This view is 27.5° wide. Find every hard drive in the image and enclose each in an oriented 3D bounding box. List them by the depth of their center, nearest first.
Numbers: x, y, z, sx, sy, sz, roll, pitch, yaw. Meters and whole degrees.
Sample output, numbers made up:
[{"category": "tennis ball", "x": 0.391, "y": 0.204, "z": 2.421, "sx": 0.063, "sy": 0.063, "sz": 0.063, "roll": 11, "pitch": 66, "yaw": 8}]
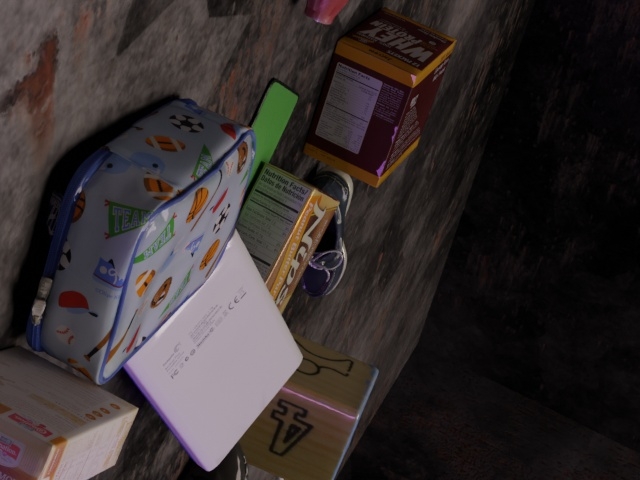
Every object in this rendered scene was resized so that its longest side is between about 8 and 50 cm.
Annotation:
[{"category": "hard drive", "x": -0.138, "y": 0.144, "z": 1.689, "sx": 0.210, "sy": 0.040, "sz": 0.319, "roll": -50, "pitch": 147, "yaw": -19}]

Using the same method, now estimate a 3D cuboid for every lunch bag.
[{"category": "lunch bag", "x": -0.181, "y": 0.001, "z": 1.325, "sx": 0.303, "sy": 0.115, "sz": 0.243, "roll": -46, "pitch": 160, "yaw": -59}]

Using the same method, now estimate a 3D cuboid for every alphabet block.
[{"category": "alphabet block", "x": -0.030, "y": 0.306, "z": 2.351, "sx": 0.192, "sy": 0.197, "sz": 0.193, "roll": -54, "pitch": 165, "yaw": -67}]

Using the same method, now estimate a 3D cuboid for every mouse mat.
[{"category": "mouse mat", "x": -0.084, "y": -0.120, "z": 1.740, "sx": 0.190, "sy": 0.007, "sz": 0.152, "roll": -64, "pitch": 168, "yaw": 3}]

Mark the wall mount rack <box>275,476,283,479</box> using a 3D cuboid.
[{"category": "wall mount rack", "x": -0.184, "y": 0.556, "z": 2.423, "sx": 0.350, "sy": 0.130, "sz": 0.304, "roll": -43, "pitch": 156, "yaw": -58}]

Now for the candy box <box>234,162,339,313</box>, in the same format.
[{"category": "candy box", "x": -0.094, "y": 0.056, "z": 1.852, "sx": 0.316, "sy": 0.087, "sz": 0.183, "roll": -63, "pitch": 168, "yaw": 2}]

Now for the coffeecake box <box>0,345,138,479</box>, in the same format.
[{"category": "coffeecake box", "x": -0.272, "y": 0.166, "z": 1.191, "sx": 0.068, "sy": 0.142, "sz": 0.185, "roll": -66, "pitch": 168, "yaw": 9}]

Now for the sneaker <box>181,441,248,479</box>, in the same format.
[{"category": "sneaker", "x": -0.212, "y": 0.456, "z": 2.175, "sx": 0.286, "sy": 0.109, "sz": 0.130, "roll": -67, "pitch": 160, "yaw": 1}]

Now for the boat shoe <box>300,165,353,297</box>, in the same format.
[{"category": "boat shoe", "x": 0.000, "y": 0.000, "z": 2.137, "sx": 0.079, "sy": 0.095, "sz": 0.255, "roll": -53, "pitch": 162, "yaw": -49}]

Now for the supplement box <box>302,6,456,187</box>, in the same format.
[{"category": "supplement box", "x": 0.091, "y": -0.220, "z": 1.984, "sx": 0.191, "sy": 0.129, "sz": 0.194, "roll": -46, "pitch": 159, "yaw": -56}]

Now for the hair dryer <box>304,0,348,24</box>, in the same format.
[{"category": "hair dryer", "x": 0.064, "y": -0.393, "z": 1.629, "sx": 0.294, "sy": 0.080, "sz": 0.223, "roll": -60, "pitch": 168, "yaw": -18}]
